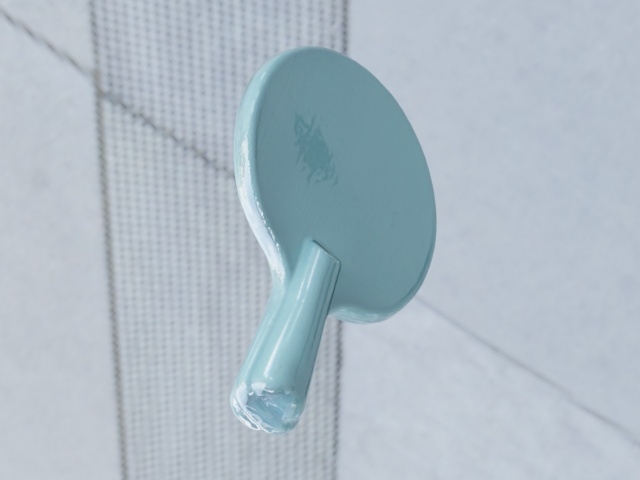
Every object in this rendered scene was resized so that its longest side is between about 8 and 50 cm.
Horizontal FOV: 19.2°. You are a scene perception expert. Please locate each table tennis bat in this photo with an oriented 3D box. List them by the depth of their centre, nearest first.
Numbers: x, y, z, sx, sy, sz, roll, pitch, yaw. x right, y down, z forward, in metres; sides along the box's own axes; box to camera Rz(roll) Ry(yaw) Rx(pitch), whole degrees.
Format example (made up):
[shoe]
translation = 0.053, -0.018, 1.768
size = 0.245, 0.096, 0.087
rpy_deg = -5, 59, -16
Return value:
[table tennis bat]
translation = 0.000, 0.000, 0.979
size = 0.038, 0.237, 0.149
rpy_deg = -21, 127, 36
